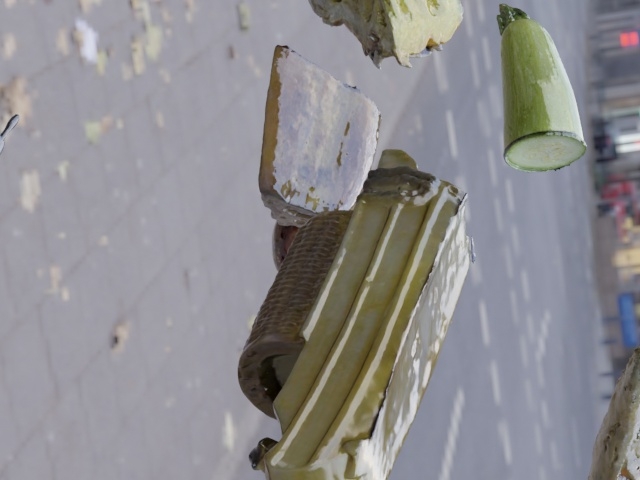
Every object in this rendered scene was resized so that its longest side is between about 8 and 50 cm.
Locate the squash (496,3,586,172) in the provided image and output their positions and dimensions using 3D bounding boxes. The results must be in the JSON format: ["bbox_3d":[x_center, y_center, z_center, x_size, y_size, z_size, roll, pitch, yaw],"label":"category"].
[{"bbox_3d":[0.239,-0.189,1.685,0.094,0.094,0.224,60,18,-59],"label":"squash"}]

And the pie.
[{"bbox_3d":[0.268,0.164,1.195,0.129,0.068,0.282,-28,141,-36],"label":"pie"}]

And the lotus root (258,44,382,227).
[{"bbox_3d":[0.000,-0.077,1.295,0.159,0.095,0.135,61,34,-58],"label":"lotus root"}]

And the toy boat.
[{"bbox_3d":[0.016,0.053,0.921,0.310,0.115,0.089,-64,154,-45],"label":"toy boat"}]

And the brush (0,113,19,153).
[{"bbox_3d":[-0.373,-0.122,1.699,0.024,0.008,0.083,60,36,-33],"label":"brush"}]

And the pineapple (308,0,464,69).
[{"bbox_3d":[0.052,-0.298,1.540,0.236,0.186,0.114,47,52,8],"label":"pineapple"}]

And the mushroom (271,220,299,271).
[{"bbox_3d":[-0.008,-0.007,1.488,0.073,0.130,0.088,45,61,-26],"label":"mushroom"}]
